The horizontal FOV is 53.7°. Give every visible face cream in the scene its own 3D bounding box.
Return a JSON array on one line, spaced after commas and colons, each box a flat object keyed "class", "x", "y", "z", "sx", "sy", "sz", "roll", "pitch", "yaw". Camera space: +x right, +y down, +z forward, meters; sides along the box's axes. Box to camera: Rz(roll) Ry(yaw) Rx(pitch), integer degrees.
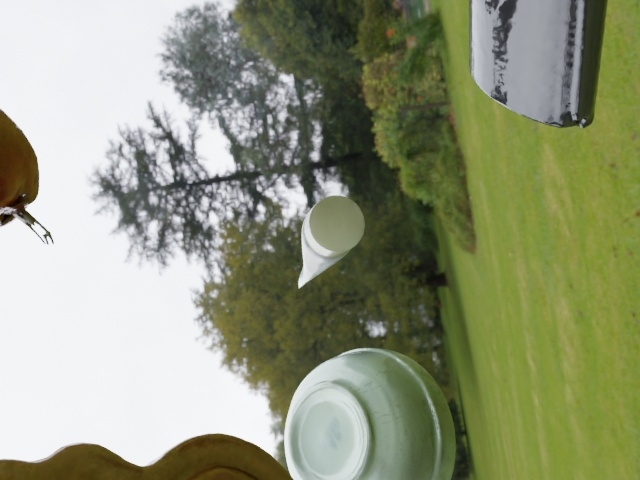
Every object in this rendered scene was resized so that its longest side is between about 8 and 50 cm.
[{"class": "face cream", "x": 0.000, "y": 0.000, "z": 0.856, "sx": 0.224, "sy": 0.070, "sz": 0.114, "roll": 138, "pitch": 154, "yaw": -76}]

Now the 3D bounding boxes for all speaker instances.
[{"class": "speaker", "x": 0.208, "y": -0.300, "z": 0.711, "sx": 0.388, "sy": 0.184, "sz": 0.180, "roll": -74, "pitch": -23, "yaw": -43}]

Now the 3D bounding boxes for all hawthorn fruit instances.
[{"class": "hawthorn fruit", "x": -0.502, "y": -0.096, "z": 0.907, "sx": 0.299, "sy": 0.211, "sz": 0.211, "roll": 38, "pitch": -161, "yaw": -11}]

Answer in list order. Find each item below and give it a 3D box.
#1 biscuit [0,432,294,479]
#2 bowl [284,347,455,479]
[{"class": "biscuit", "x": -0.048, "y": 0.200, "z": 0.318, "sx": 0.044, "sy": 0.295, "sz": 0.186, "roll": -39, "pitch": 30, "yaw": 54}, {"class": "bowl", "x": 0.057, "y": 0.327, "z": 1.048, "sx": 0.163, "sy": 0.307, "sz": 0.307, "roll": 21, "pitch": -124, "yaw": -48}]
